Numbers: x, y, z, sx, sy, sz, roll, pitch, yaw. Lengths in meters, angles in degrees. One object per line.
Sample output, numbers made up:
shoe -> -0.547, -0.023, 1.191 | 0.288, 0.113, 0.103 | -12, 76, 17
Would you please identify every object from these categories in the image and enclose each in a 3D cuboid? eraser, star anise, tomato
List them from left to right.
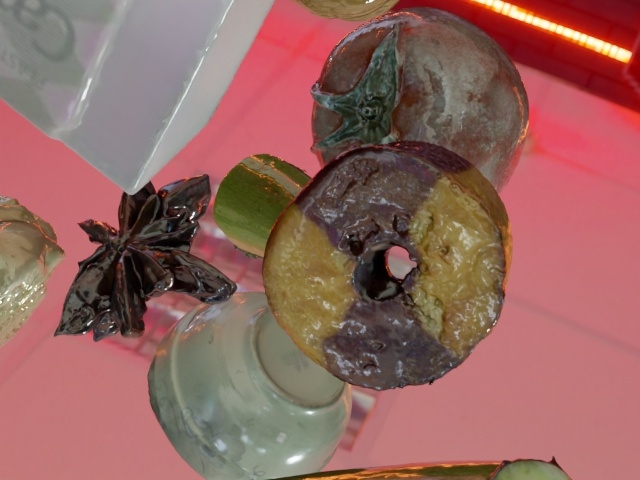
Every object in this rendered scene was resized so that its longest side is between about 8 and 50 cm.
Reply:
eraser -> -0.215, -0.231, 0.814 | 0.397, 0.213, 0.082 | 38, -146, 8
star anise -> -0.220, 0.024, 1.527 | 0.212, 0.129, 0.282 | -27, -135, 15
tomato -> 0.138, -0.169, 1.777 | 0.282, 0.316, 0.317 | -2, -142, -50

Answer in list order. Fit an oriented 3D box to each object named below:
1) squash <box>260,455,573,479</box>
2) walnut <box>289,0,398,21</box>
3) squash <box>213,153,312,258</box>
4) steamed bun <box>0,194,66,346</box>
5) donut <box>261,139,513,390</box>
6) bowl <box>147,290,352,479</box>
squash -> 0.060, 0.354, 1.248 | 0.384, 0.263, 0.263 | -14, -160, 38
walnut -> 0.022, -0.295, 1.302 | 0.167, 0.149, 0.166 | 1, -140, -1
squash -> 0.000, 0.001, 1.056 | 0.090, 0.075, 0.200 | -44, -131, -14
steamed bun -> -0.511, 0.050, 1.796 | 0.203, 0.276, 0.289 | 43, -172, 0
donut -> 0.052, 0.014, 0.865 | 0.166, 0.184, 0.073 | 36, -146, 12
bowl -> -0.076, 0.201, 1.814 | 0.307, 0.163, 0.307 | 23, -135, -26
